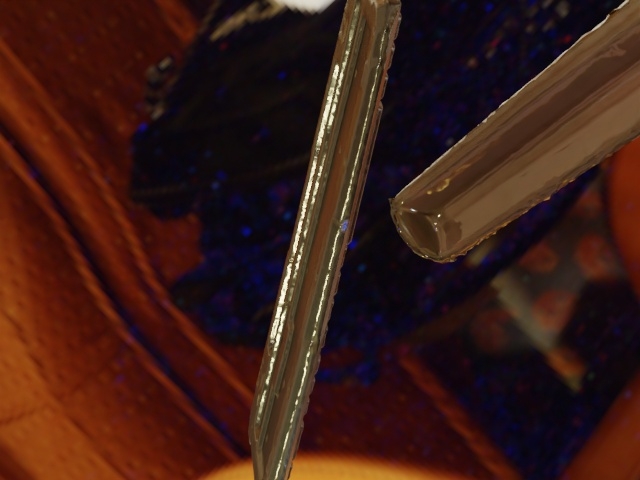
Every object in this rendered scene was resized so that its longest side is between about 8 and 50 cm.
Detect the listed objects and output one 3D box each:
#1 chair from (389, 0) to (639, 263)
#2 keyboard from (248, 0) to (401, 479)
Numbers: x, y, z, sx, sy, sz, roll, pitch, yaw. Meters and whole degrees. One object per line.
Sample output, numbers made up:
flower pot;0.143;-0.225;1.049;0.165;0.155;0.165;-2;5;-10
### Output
chair;0.186;-0.116;0.573;0.183;0.175;0.326;18;140;-36
keyboard;0.001;0.000;0.867;0.016;0.106;0.262;10;113;-10
